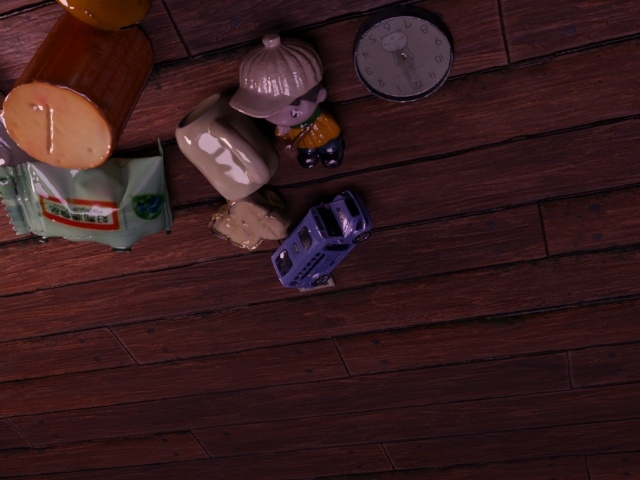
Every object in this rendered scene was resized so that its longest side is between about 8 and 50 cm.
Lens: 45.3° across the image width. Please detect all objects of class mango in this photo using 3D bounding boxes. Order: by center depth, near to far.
[{"bbox_3d":[-0.437,-0.506,1.504,0.236,0.166,0.136,25,178,-42],"label":"mango"}]

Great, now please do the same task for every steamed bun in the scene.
[{"bbox_3d":[-0.168,-0.065,1.932,0.192,0.106,0.177,25,137,-16],"label":"steamed bun"}]

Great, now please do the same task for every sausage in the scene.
[{"bbox_3d":[-0.494,-0.319,1.595,0.233,0.287,0.233,6,139,5],"label":"sausage"}]

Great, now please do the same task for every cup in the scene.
[{"bbox_3d":[-0.209,-0.194,1.692,0.173,0.255,0.202,-32,116,15],"label":"cup"}]

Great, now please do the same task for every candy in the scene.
[{"bbox_3d":[-0.556,-0.105,1.847,0.398,0.172,0.262,-4,133,-12],"label":"candy"}]

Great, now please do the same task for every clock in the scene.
[{"bbox_3d":[0.174,-0.387,1.614,0.215,0.042,0.214,3,135,3],"label":"clock"}]

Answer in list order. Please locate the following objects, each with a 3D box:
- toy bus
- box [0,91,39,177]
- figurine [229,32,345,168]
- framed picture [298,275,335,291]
[{"bbox_3d":[0.000,0.000,1.926,0.133,0.125,0.292,-1,146,-40],"label":"toy bus"},{"bbox_3d":[-0.899,-0.262,1.839,0.367,0.090,0.373,-22,129,25],"label":"box"},{"bbox_3d":[-0.052,-0.303,1.663,0.185,0.204,0.332,2,164,27],"label":"figurine"},{"bbox_3d":[-0.033,0.084,2.122,0.109,0.011,0.149,-13,132,18],"label":"framed picture"}]
